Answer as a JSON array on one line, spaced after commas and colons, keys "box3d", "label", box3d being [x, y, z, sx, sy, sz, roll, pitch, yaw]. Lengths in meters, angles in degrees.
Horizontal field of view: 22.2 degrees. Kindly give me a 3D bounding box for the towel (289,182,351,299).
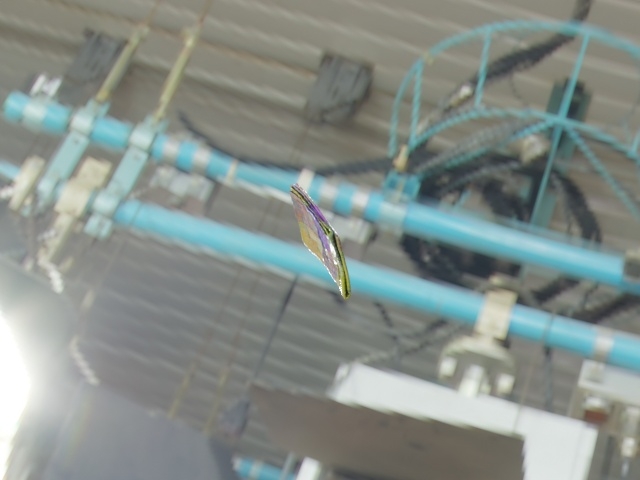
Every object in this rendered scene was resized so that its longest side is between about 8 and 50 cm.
[{"box3d": [0.000, 0.000, 1.172, 0.009, 0.083, 0.060, -22, -54, -11], "label": "towel"}]
